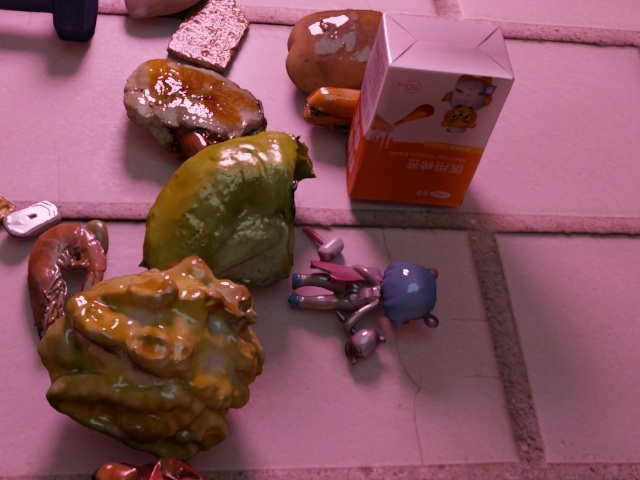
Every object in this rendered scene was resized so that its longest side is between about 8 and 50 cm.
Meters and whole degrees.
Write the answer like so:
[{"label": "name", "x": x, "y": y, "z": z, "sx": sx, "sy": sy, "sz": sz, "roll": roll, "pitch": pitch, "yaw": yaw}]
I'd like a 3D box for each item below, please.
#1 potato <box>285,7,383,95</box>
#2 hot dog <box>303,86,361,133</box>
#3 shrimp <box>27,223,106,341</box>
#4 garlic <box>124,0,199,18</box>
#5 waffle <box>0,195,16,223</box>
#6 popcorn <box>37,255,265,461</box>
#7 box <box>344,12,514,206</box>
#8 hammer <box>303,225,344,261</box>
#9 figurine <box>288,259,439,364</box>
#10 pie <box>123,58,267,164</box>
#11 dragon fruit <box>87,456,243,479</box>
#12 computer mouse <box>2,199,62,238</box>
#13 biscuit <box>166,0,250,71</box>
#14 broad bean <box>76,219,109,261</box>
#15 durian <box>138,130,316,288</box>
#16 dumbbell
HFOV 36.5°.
[{"label": "potato", "x": 0.071, "y": -0.378, "z": 1.934, "sx": 0.296, "sy": 0.141, "sz": 0.191, "roll": -6, "pitch": 63, "yaw": -18}, {"label": "hot dog", "x": 0.088, "y": -0.242, "z": 1.875, "sx": 0.250, "sy": 0.100, "sz": 0.068, "roll": 3, "pitch": 62, "yaw": -13}, {"label": "shrimp", "x": -0.417, "y": 0.076, "z": 1.599, "sx": 0.133, "sy": 0.053, "sz": 0.236, "roll": -6, "pitch": 63, "yaw": -4}, {"label": "garlic", "x": -0.286, "y": -0.565, "z": 1.999, "sx": 0.143, "sy": 0.112, "sz": 0.318, "roll": 13, "pitch": 45, "yaw": 21}, {"label": "waffle", "x": -0.599, "y": -0.036, "z": 1.658, "sx": 0.092, "sy": 0.021, "sz": 0.135, "roll": 33, "pitch": 58, "yaw": 10}, {"label": "popcorn", "x": -0.251, "y": 0.168, "z": 1.445, "sx": 0.312, "sy": 0.312, "sz": 0.312, "roll": 5, "pitch": 58, "yaw": -8}, {"label": "box", "x": 0.182, "y": -0.221, "z": 1.740, "sx": 0.225, "sy": 0.341, "sz": 0.143, "roll": 4, "pitch": 50, "yaw": -9}, {"label": "hammer", "x": 0.000, "y": 0.000, "z": 1.752, "sx": 0.083, "sy": 0.031, "sz": 0.052, "roll": 39, "pitch": 56, "yaw": 20}, {"label": "figurine", "x": 0.074, "y": 0.106, "z": 1.658, "sx": 0.260, "sy": 0.103, "sz": 0.205, "roll": 3, "pitch": 56, "yaw": 2}, {"label": "pie", "x": -0.233, "y": -0.249, "z": 1.829, "sx": 0.274, "sy": 0.105, "sz": 0.257, "roll": 36, "pitch": 44, "yaw": 8}, {"label": "dragon fruit", "x": -0.234, "y": 0.412, "z": 1.312, "sx": 0.296, "sy": 0.263, "sz": 0.314, "roll": 18, "pitch": 57, "yaw": 1}, {"label": "computer mouse", "x": -0.495, "y": -0.033, "z": 1.672, "sx": 0.110, "sy": 0.032, "sz": 0.056, "roll": -31, "pitch": 70, "yaw": -37}, {"label": "biscuit", "x": -0.214, "y": -0.443, "z": 1.983, "sx": 0.131, "sy": 0.026, "sz": 0.237, "roll": 20, "pitch": 56, "yaw": 1}, {"label": "broad bean", "x": -0.392, "y": 0.006, "z": 1.662, "sx": 0.063, "sy": 0.045, "sz": 0.083, "roll": 21, "pitch": 64, "yaw": 7}, {"label": "durian", "x": -0.150, "y": -0.046, "z": 1.650, "sx": 0.340, "sy": 0.204, "sz": 0.255, "roll": -10, "pitch": 73, "yaw": -16}, {"label": "dumbbell", "x": -0.590, "y": -0.469, "z": 1.855, "sx": 0.325, "sy": 0.160, "sz": 0.144, "roll": 5, "pitch": 86, "yaw": -9}]
